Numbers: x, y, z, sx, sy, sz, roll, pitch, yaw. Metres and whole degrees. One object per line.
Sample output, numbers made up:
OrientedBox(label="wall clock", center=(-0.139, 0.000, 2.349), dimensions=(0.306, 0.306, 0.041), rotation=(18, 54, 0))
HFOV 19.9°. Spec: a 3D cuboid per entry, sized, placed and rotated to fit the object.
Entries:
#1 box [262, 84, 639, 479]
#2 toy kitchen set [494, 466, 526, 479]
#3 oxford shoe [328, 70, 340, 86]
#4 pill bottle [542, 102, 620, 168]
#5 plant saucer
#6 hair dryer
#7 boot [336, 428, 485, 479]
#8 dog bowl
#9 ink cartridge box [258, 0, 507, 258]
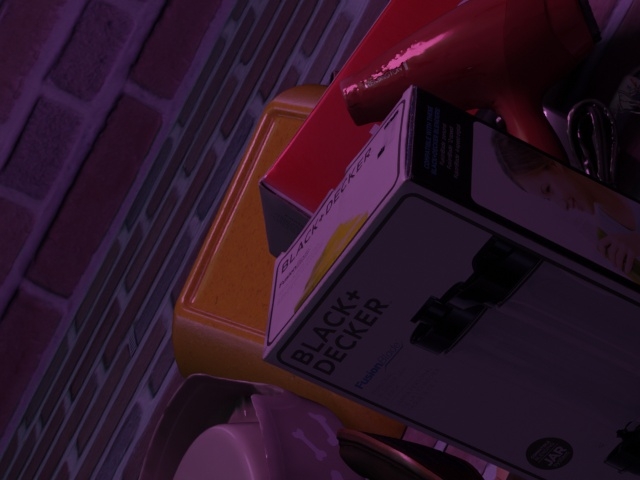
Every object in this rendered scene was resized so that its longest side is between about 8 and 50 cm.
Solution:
OrientedBox(label="box", center=(0.131, 0.050, 1.061), dimensions=(0.169, 0.290, 0.087), rotation=(-51, 20, 37))
OrientedBox(label="toy kitchen set", center=(0.117, 0.169, 1.329), dimensions=(0.075, 0.068, 0.083), rotation=(-65, 15, -1))
OrientedBox(label="oxford shoe", center=(-0.020, -0.013, 1.936), dimensions=(0.364, 0.132, 0.130), rotation=(-61, 16, 10))
OrientedBox(label="pill bottle", center=(0.154, -0.014, 1.426), dimensions=(0.180, 0.108, 0.108), rotation=(-61, 16, 10))
OrientedBox(label="plant saucer", center=(0.000, 0.000, 1.717), dimensions=(0.332, 0.081, 0.333), rotation=(15, 78, 49))
OrientedBox(label="hair dryer", center=(0.147, -0.083, 1.278), dimensions=(0.224, 0.293, 0.080), rotation=(-65, -24, -13))
OrientedBox(label="boot", center=(0.079, 0.205, 1.261), dimensions=(0.219, 0.082, 0.106), rotation=(20, 93, 44))
OrientedBox(label="dog bowl", center=(-0.065, 0.282, 1.530), dimensions=(0.349, 0.102, 0.349), rotation=(-170, 90, -67))
OrientedBox(label="ink cartridge box", center=(0.089, -0.116, 1.484), dimensions=(0.309, 0.130, 0.272), rotation=(-55, -10, -13))
